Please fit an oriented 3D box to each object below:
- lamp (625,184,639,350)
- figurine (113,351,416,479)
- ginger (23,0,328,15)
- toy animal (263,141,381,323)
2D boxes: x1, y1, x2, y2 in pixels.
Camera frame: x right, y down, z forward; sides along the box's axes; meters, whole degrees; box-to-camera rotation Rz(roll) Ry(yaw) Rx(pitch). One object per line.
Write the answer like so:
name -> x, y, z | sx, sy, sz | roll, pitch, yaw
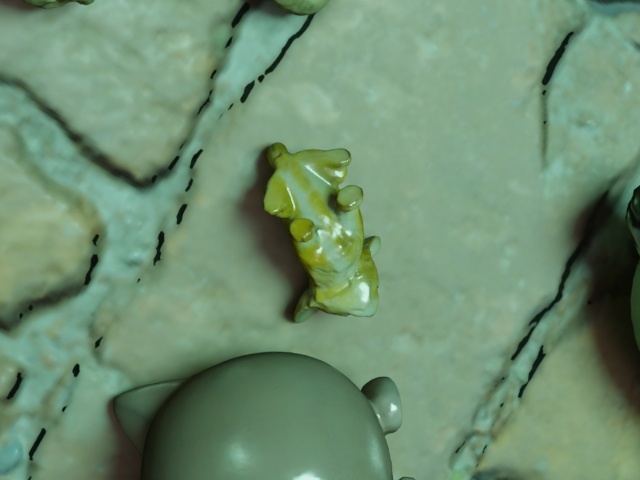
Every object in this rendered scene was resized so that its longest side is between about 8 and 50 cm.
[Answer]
lamp -> 0.229, 0.061, 0.494 | 0.101, 0.101, 0.250 | -39, 116, -6
figurine -> -0.025, 0.113, 0.420 | 0.138, 0.125, 0.125 | -11, 105, -4
ginger -> -0.012, -0.153, 0.380 | 0.259, 0.065, 0.149 | -32, 135, 2
toy animal -> 0.000, 0.000, 0.444 | 0.060, 0.081, 0.083 | -37, 146, -15
